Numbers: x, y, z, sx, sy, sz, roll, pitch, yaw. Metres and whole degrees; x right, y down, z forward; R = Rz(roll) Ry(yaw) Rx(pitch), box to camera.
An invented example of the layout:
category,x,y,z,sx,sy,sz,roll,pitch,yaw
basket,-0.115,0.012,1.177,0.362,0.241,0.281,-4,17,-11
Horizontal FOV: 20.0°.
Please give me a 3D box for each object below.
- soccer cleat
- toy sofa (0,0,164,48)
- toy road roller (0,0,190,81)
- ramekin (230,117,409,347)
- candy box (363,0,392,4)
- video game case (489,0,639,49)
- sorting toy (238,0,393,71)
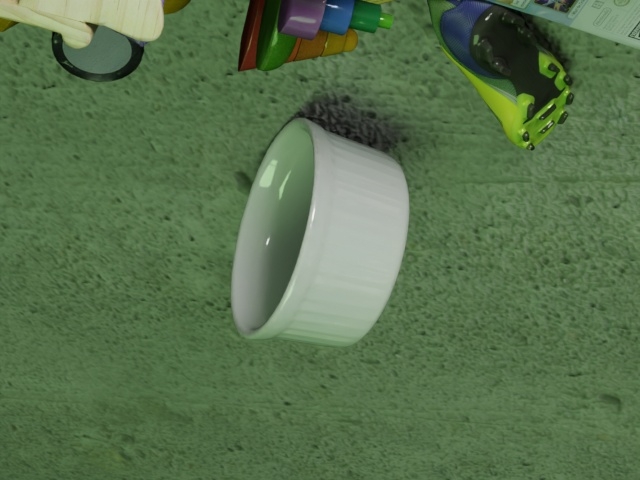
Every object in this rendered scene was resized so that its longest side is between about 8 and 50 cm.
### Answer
category,x,y,z,sx,sy,sz,roll,pitch,yaw
soccer cleat,0.197,-0.198,2.007,0.121,0.093,0.289,40,175,32
toy sofa,-0.187,-0.361,1.596,0.177,0.150,0.362,13,116,-4
toy road roller,-0.257,-0.340,1.806,0.329,0.202,0.240,25,134,-23
ramekin,0.000,0.000,2.225,0.135,0.277,0.277,15,152,-19
candy box,0.020,-0.329,1.794,0.053,0.109,0.187,-9,144,32
video game case,0.276,-0.308,1.781,0.244,0.061,0.269,16,151,-10
sorting toy,0.002,-0.223,1.859,0.126,0.127,0.365,12,-179,-11
